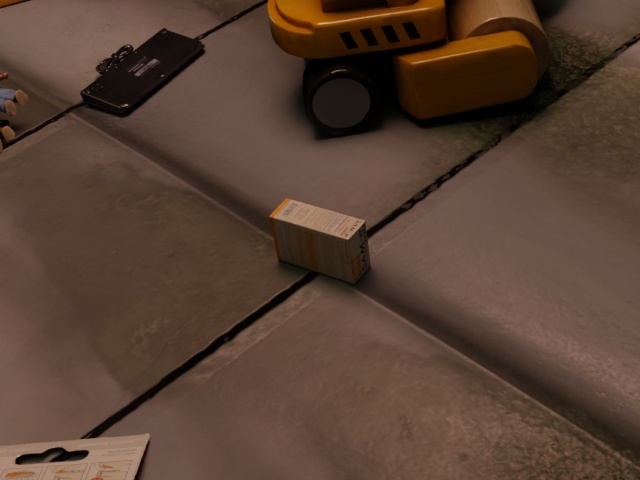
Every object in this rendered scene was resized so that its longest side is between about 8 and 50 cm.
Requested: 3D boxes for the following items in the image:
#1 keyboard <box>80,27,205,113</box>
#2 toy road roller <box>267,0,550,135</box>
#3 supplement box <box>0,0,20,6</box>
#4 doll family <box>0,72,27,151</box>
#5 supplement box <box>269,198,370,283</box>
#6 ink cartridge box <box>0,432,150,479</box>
[{"bbox_3d":[-0.251,-0.235,1.491,0.108,0.023,0.180,23,49,25],"label":"keyboard"},{"bbox_3d":[0.100,-0.290,1.309,0.329,0.241,0.203,-8,41,2],"label":"toy road roller"},{"bbox_3d":[-0.524,-0.501,1.725,0.129,0.191,0.194,-17,40,-8],"label":"supplement box"},{"bbox_3d":[-0.466,-0.149,1.401,0.111,0.076,0.193,15,41,33],"label":"doll family"},{"bbox_3d":[0.000,0.000,1.132,0.098,0.062,0.036,17,46,28],"label":"supplement box"},{"bbox_3d":[-0.247,0.252,0.916,0.180,0.056,0.225,-5,22,6],"label":"ink cartridge box"}]
